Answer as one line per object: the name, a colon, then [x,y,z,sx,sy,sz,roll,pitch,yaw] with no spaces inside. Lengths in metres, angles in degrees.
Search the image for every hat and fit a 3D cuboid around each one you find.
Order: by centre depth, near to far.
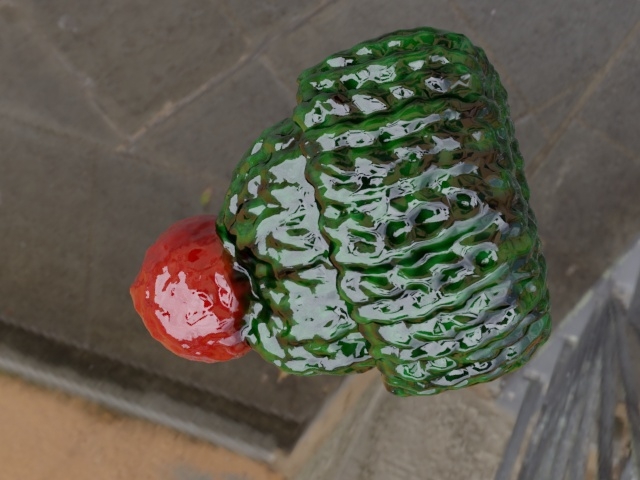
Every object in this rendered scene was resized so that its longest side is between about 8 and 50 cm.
hat: [0.000,0.000,0.997,0.332,0.242,0.274,-16,81,12]
